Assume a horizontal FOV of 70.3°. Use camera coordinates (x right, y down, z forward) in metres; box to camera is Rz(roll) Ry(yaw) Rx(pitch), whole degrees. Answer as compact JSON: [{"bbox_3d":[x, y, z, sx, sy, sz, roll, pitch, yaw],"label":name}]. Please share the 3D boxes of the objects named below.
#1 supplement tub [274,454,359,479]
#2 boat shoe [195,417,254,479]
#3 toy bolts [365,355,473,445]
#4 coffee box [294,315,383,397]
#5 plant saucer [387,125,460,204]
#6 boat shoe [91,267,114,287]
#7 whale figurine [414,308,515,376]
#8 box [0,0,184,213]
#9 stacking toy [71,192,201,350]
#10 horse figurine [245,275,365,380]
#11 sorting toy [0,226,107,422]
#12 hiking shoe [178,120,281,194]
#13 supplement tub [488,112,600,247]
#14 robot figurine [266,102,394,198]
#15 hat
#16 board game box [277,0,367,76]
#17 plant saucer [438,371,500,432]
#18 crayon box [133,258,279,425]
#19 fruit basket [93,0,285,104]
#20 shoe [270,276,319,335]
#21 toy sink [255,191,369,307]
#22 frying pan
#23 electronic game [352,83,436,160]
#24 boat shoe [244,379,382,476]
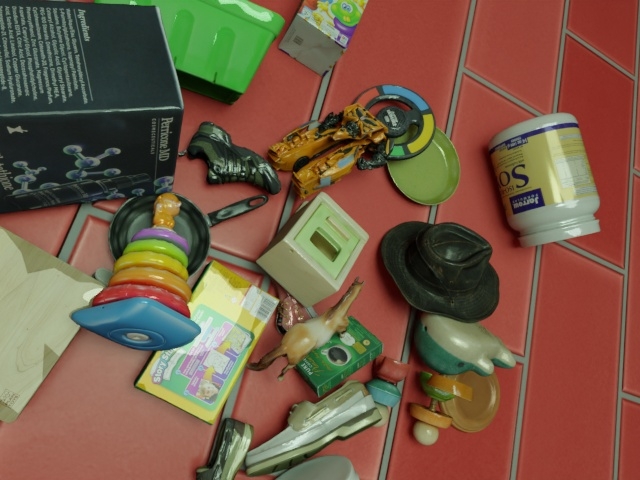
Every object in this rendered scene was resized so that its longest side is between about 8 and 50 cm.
[{"bbox_3d":[0.029,0.615,0.863,0.235,0.235,0.325,-21,88,-26],"label":"supplement tub"},{"bbox_3d":[-0.207,0.457,0.881,0.073,0.080,0.224,31,64,-10],"label":"boat shoe"},{"bbox_3d":[0.210,0.371,1.027,0.228,0.218,0.159,21,77,0],"label":"toy bolts"},{"bbox_3d":[0.035,0.252,1.012,0.184,0.113,0.041,-28,135,-27],"label":"coffee box"},{"bbox_3d":[0.275,-0.210,1.247,0.240,0.037,0.241,5,77,-23],"label":"plant saucer"},{"bbox_3d":[-0.391,0.105,0.886,0.125,0.038,0.046,40,25,-18],"label":"boat shoe"},{"bbox_3d":[0.350,0.266,1.126,0.271,0.216,0.141,22,112,-26],"label":"whale figurine"},{"bbox_3d":[-0.457,-0.209,0.760,0.395,0.293,0.212,-12,74,-25],"label":"box"},{"bbox_3d":[-0.306,0.037,0.841,0.166,0.175,0.302,49,34,-50],"label":"stacking toy"},{"bbox_3d":[-0.019,0.193,0.913,0.263,0.175,0.066,-26,64,-27],"label":"horse figurine"},{"bbox_3d":[-0.556,0.128,0.779,0.255,0.089,0.257,34,69,-14],"label":"sorting toy"},{"bbox_3d":[-0.196,-0.155,1.010,0.226,0.086,0.114,35,76,-5],"label":"hiking shoe"},{"bbox_3d":[0.631,-0.162,1.284,0.240,0.241,0.332,-10,83,-25],"label":"supplement tub"},{"bbox_3d":[0.034,-0.223,1.073,0.291,0.085,0.211,-33,62,-17],"label":"robot figurine"},{"bbox_3d":[0.323,0.037,1.113,0.331,0.134,0.332,13,46,-14],"label":"hat"},{"bbox_3d":[0.025,-0.588,1.150,0.142,0.144,0.276,27,71,-18],"label":"board game box"},{"bbox_3d":[0.394,0.395,1.181,0.199,0.037,0.200,5,78,-23],"label":"plant saucer"},{"bbox_3d":[-0.224,0.200,0.918,0.165,0.081,0.279,34,68,-14],"label":"crayon box"},{"bbox_3d":[-0.267,-0.515,0.958,0.391,0.283,0.393,-3,98,-20],"label":"fruit basket"},{"bbox_3d":[-0.072,0.150,1.005,0.081,0.063,0.178,-38,100,-29],"label":"shoe"},{"bbox_3d":[0.000,0.000,0.991,0.153,0.131,0.234,44,46,-9],"label":"toy sink"},{"bbox_3d":[-0.286,-0.048,0.956,0.197,0.053,0.326,46,64,-9],"label":"frying pan"},{"bbox_3d":[0.188,-0.311,1.187,0.229,0.048,0.230,1,70,-4],"label":"electronic game"},{"bbox_3d":[-0.024,0.395,0.964,0.302,0.113,0.103,-17,60,-19],"label":"boat shoe"}]
